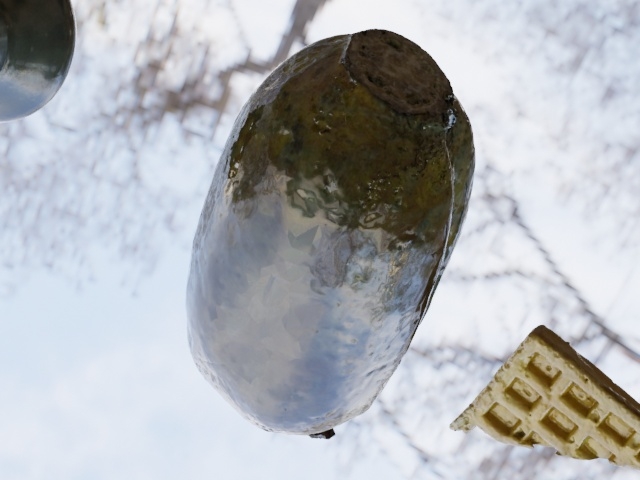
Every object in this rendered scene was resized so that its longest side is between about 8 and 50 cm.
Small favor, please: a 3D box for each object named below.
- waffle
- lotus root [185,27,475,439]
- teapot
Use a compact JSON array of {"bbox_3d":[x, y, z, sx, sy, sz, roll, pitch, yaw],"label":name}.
[{"bbox_3d":[0.204,0.162,1.503,0.191,0.125,0.032,42,-152,7],"label":"waffle"},{"bbox_3d":[0.000,0.000,1.226,0.160,0.275,0.152,30,-144,14],"label":"lotus root"},{"bbox_3d":[-0.245,-0.131,1.340,0.130,0.165,0.119,59,-154,1],"label":"teapot"}]
